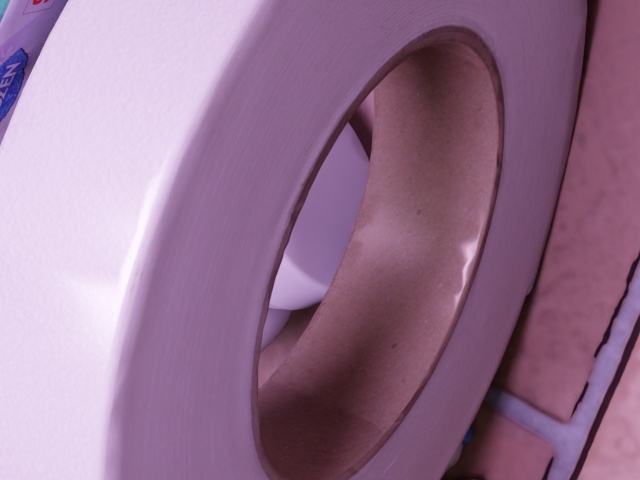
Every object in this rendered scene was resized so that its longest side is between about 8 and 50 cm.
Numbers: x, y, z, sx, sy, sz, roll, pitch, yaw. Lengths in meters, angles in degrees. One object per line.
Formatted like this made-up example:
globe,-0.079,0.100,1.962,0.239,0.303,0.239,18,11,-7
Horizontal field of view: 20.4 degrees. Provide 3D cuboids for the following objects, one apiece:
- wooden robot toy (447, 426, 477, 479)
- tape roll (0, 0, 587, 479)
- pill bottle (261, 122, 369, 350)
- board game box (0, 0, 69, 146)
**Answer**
wooden robot toy,0.048,0.155,0.969,0.079,0.076,0.173,-19,94,45
tape roll,0.000,0.000,0.756,0.072,0.392,0.392,21,115,26
pill bottle,-0.108,0.007,0.966,0.272,0.152,0.152,-19,95,35
board game box,-0.257,-0.256,1.028,0.319,0.066,0.318,40,121,15
